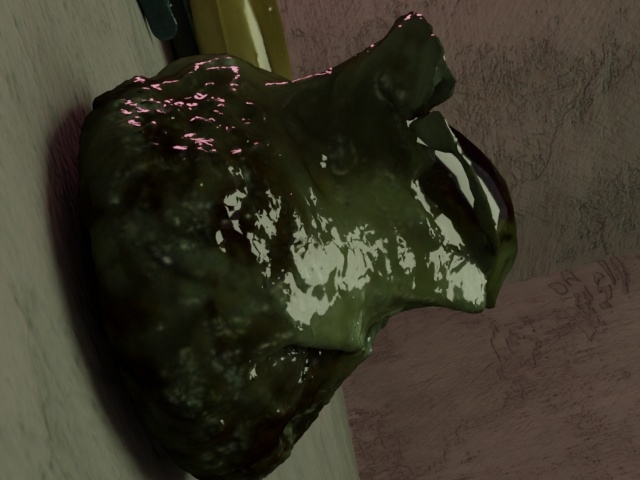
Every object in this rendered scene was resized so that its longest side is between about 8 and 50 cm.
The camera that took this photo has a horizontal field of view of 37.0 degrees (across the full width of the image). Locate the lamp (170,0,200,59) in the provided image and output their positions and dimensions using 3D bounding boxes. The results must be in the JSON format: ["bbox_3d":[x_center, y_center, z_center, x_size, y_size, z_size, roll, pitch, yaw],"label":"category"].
[{"bbox_3d":[-0.226,-0.387,1.591,0.269,0.047,0.266,-90,162,-79],"label":"lamp"}]

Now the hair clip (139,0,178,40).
[{"bbox_3d":[-0.238,-0.343,1.216,0.229,0.039,0.070,58,16,-67],"label":"hair clip"}]

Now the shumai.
[{"bbox_3d":[0.000,0.000,0.829,0.395,0.348,0.394,167,-90,-88],"label":"shumai"}]

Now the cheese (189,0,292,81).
[{"bbox_3d":[-0.125,-0.329,1.488,0.259,0.128,0.315,-91,163,-69],"label":"cheese"}]
